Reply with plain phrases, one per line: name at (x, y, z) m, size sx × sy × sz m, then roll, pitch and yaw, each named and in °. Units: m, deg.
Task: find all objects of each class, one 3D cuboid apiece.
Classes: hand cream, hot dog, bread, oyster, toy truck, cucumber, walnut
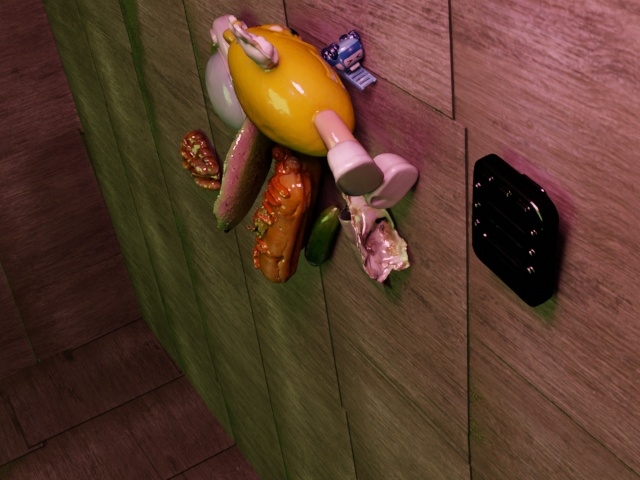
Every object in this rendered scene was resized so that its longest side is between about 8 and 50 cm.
hand cream at (0.078, 0.009, 1.677) m, size 0.087 × 0.054 × 0.186 m, roll 41°, pitch 154°, yaw 54°
hot dog at (-0.077, -0.052, 1.812) m, size 0.117 × 0.158 × 0.349 m, roll 18°, pitch 148°, yaw 3°
bread at (-0.129, -0.150, 1.713) m, size 0.045 × 0.301 × 0.301 m, roll 22°, pitch 147°, yaw 7°
oyster at (0.093, -0.025, 1.588) m, size 0.061 × 0.106 × 0.200 m, roll 109°, pitch 155°, yaw -79°
toy truck at (0.049, -0.280, 1.433) m, size 0.090 × 0.056 × 0.073 m, roll 55°, pitch 169°, yaw -11°
cucumber at (0.000, 0.000, 1.839) m, size 0.056 × 0.056 × 0.250 m, roll 57°, pitch 156°, yaw 21°
walnut at (-0.315, -0.204, 2.339) m, size 0.170 × 0.069 × 0.143 m, roll 52°, pitch 157°, yaw 37°

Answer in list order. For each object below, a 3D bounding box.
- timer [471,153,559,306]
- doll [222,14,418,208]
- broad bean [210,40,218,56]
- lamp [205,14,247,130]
timer at (0.263, -0.015, 1.214) m, size 0.144 × 0.055 × 0.187 m, roll 49°, pitch 158°, yaw 40°
doll at (-0.023, -0.212, 1.444) m, size 0.423 × 0.161 × 0.348 m, roll 47°, pitch -177°, yaw 0°
broad bean at (-0.198, -0.357, 1.925) m, size 0.070 × 0.048 × 0.213 m, roll 45°, pitch 154°, yaw 41°
lamp at (-0.177, -0.323, 1.802) m, size 0.179 × 0.108 × 0.246 m, roll -128°, pitch 24°, yaw -61°
